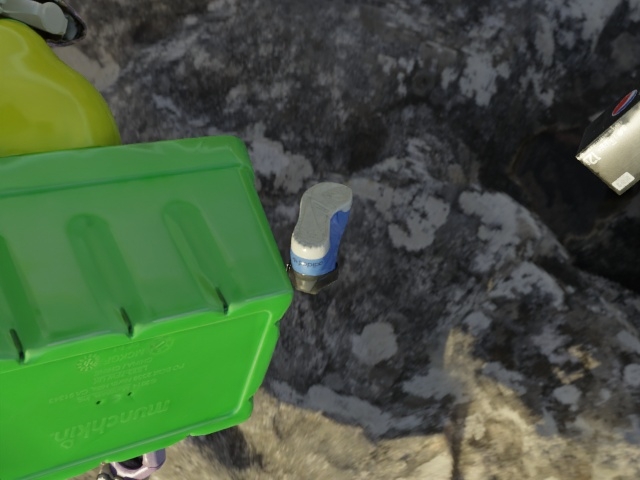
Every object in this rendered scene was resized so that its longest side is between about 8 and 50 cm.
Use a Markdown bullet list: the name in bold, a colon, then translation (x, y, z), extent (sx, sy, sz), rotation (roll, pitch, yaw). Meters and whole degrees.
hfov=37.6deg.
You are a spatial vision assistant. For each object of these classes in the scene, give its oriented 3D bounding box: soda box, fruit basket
- **soda box**: translation (0.289, -0.114, 0.764), extent (0.053, 0.169, 0.060), rotation (41, 41, -5)
- **fruit basket**: translation (-0.245, -0.002, 0.803), extent (0.392, 0.282, 0.392), rotation (13, 36, -10)

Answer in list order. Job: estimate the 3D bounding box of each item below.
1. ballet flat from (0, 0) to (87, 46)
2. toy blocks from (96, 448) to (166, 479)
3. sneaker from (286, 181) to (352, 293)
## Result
- **ballet flat**: translation (-0.304, -0.225, 0.884), extent (0.079, 0.221, 0.076), rotation (13, 95, 27)
- **toy blocks**: translation (-0.273, 0.131, 1.328), extent (0.289, 0.309, 0.260), rotation (28, 113, 6)
- **sneaker**: translation (-0.001, 0.000, 1.072), extent (0.058, 0.084, 0.152), rotation (10, 35, 6)
